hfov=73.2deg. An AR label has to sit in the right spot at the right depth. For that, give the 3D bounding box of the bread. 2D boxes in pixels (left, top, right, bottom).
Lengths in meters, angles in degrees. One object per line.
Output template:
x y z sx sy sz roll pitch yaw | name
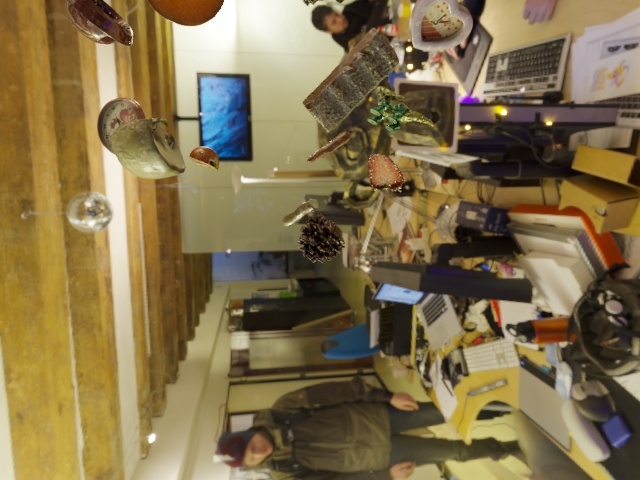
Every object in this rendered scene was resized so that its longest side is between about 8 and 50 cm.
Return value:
0.122 -0.641 1.747 0.416 0.165 0.113 -44 36 13 | bread

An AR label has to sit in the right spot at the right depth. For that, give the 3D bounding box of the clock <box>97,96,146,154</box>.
-0.824 -0.471 1.792 0.056 0.245 0.244 -15 -74 -69 | clock

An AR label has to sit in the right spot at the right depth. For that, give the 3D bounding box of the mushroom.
-0.551 -0.280 1.371 0.267 0.164 0.189 -113 6 -75 | mushroom

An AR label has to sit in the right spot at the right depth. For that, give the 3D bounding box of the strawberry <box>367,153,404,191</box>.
0.308 -0.328 2.007 0.087 0.168 0.207 -69 -25 -49 | strawberry

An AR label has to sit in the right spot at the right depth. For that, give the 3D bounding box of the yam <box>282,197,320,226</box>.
-0.094 -0.130 1.999 0.253 0.061 0.060 -28 60 50 | yam

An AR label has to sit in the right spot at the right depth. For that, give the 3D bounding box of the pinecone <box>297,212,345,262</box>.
0.000 0.000 1.882 0.221 0.222 0.221 179 90 -82 | pinecone

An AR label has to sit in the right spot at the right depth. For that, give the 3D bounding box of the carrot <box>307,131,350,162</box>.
0.027 -0.296 1.385 0.035 0.165 0.035 55 -178 -3 | carrot

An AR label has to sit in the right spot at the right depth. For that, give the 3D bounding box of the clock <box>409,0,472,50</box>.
0.341 -0.647 1.278 0.172 0.198 0.064 -32 49 37 | clock

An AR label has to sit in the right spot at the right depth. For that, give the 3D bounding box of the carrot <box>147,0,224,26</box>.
-0.290 -0.516 0.860 0.225 0.159 0.158 44 138 53 | carrot

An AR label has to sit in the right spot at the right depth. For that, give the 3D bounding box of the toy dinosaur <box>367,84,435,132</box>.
0.283 -0.457 1.551 0.153 0.259 0.094 -49 -13 -18 | toy dinosaur

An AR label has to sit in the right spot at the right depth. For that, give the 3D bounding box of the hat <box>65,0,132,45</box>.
-0.582 -0.568 1.107 0.089 0.205 0.205 -43 24 12 | hat

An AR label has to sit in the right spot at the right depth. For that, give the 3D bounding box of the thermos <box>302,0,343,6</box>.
0.044 -0.663 1.043 0.232 0.124 0.098 -45 32 15 | thermos

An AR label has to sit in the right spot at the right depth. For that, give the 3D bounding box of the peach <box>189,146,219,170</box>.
-0.359 -0.261 1.350 0.061 0.098 0.098 -65 8 -3 | peach
